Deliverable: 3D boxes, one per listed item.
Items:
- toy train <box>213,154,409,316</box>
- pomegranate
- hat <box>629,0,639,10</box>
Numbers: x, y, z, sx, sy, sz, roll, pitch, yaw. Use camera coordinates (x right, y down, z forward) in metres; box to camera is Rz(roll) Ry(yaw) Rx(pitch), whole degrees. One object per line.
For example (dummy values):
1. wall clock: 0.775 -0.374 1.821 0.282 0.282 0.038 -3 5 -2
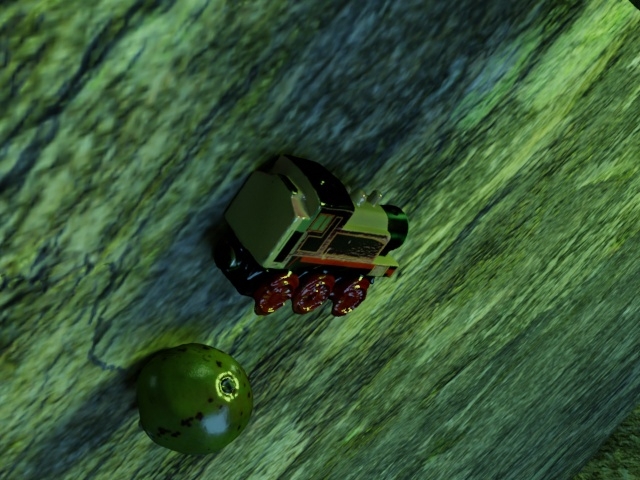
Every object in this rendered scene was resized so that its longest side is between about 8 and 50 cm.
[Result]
1. toy train: 0.000 0.000 0.611 0.138 0.050 0.087 8 126 -52
2. pomegranate: -0.078 0.099 0.644 0.073 0.073 0.084 -36 173 -18
3. hat: 0.225 -0.184 0.576 0.257 0.130 0.257 -36 155 -20
